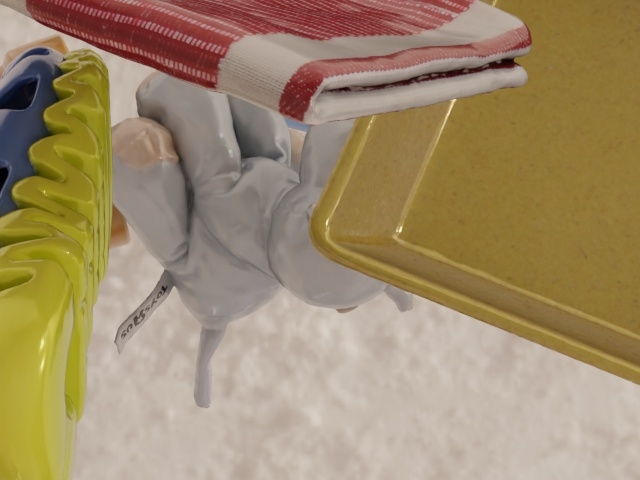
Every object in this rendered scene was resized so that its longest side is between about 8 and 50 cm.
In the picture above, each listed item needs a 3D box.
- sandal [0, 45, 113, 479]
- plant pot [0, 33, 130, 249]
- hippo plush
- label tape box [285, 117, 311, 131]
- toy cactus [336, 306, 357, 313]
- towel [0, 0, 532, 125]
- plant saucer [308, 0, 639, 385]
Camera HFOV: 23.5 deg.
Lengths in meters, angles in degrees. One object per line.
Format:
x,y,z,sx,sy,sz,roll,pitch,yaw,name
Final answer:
-0.165,-0.005,0.700,0.138,0.317,0.126,1,115,-2,sandal
-0.295,-0.064,1.418,0.188,0.205,0.205,-19,125,-9,plant pot
-0.046,-0.030,1.305,0.236,0.294,0.234,0,149,47,hippo plush
0.028,-0.216,1.833,0.240,0.106,0.334,14,168,7,label tape box
0.000,0.000,1.753,0.112,0.180,0.219,-22,154,-19,toy cactus
-0.091,-0.126,0.663,0.329,0.237,0.037,23,109,22,towel
0.201,-0.065,0.949,0.333,0.333,0.081,22,161,5,plant saucer
